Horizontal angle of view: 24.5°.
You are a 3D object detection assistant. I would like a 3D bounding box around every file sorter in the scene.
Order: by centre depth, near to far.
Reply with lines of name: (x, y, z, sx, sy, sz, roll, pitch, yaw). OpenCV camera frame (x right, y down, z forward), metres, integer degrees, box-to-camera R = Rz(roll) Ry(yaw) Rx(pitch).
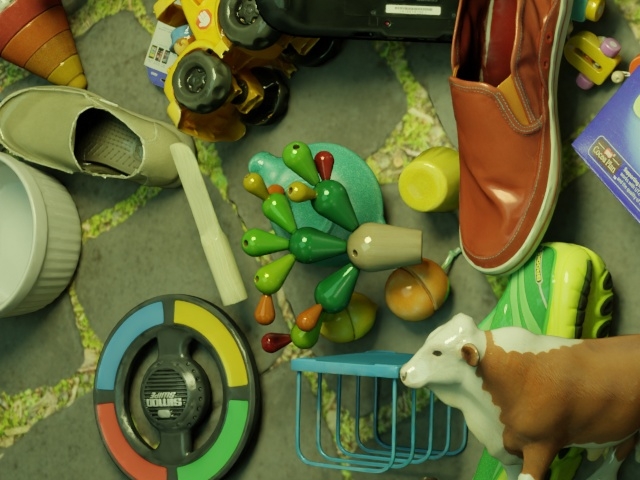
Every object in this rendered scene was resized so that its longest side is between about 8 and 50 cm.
file sorter: (0.064, 0.167, 1.467, 0.118, 0.170, 0.104, 1, 89, 31)

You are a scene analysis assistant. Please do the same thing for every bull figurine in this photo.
bull figurine: (0.217, 0.155, 1.320, 0.101, 0.310, 0.188, -149, 61, -64)

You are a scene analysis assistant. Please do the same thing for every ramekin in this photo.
ramekin: (-0.385, -0.003, 1.785, 0.207, 0.109, 0.207, -2, 86, 31)

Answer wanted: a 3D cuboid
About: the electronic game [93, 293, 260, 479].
electronic game: (-0.166, 0.175, 1.675, 0.229, 0.048, 0.229, -3, 85, 30)

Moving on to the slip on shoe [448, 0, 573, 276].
slip on shoe: (0.166, -0.130, 1.399, 0.123, 0.101, 0.331, 17, 106, 50)

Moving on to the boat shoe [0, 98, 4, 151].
boat shoe: (-0.453, -0.104, 1.857, 0.066, 0.066, 0.183, 41, 107, 27)

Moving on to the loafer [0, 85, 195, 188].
loafer: (-0.276, -0.127, 1.720, 0.268, 0.092, 0.102, 13, 92, 22)

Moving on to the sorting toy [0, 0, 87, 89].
sorting toy: (-0.267, -0.281, 1.700, 0.126, 0.127, 0.365, 50, 139, -1)

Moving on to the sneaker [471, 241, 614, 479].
sneaker: (0.198, 0.144, 1.439, 0.123, 0.109, 0.295, 18, 92, 45)

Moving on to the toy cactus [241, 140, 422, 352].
toy cactus: (0.012, 0.008, 1.480, 0.180, 0.112, 0.219, 1, 98, 5)

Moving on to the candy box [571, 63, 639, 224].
candy box: (0.409, -0.112, 1.259, 0.317, 0.122, 0.268, -52, 38, 18)

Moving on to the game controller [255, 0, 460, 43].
game controller: (0.093, -0.282, 1.472, 0.319, 0.067, 0.166, 2, 97, -1)

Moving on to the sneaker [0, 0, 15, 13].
sneaker: (-0.373, -0.333, 1.828, 0.094, 0.080, 0.212, 16, 93, 19)

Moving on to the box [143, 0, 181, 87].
box: (-0.153, -0.239, 1.712, 0.081, 0.028, 0.136, 24, 101, 30)

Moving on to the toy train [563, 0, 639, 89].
toy train: (0.287, -0.210, 1.417, 0.125, 0.046, 0.166, -20, 104, 43)

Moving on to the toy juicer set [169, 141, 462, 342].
toy juicer set: (0.000, 0.000, 1.574, 0.329, 0.089, 0.209, 4, 101, 23)

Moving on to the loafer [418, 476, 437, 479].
loafer: (-0.021, 0.314, 1.526, 0.366, 0.134, 0.130, -28, 73, 26)

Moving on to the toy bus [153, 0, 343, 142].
toy bus: (-0.107, -0.247, 1.608, 0.220, 0.149, 0.211, -49, 67, 19)
